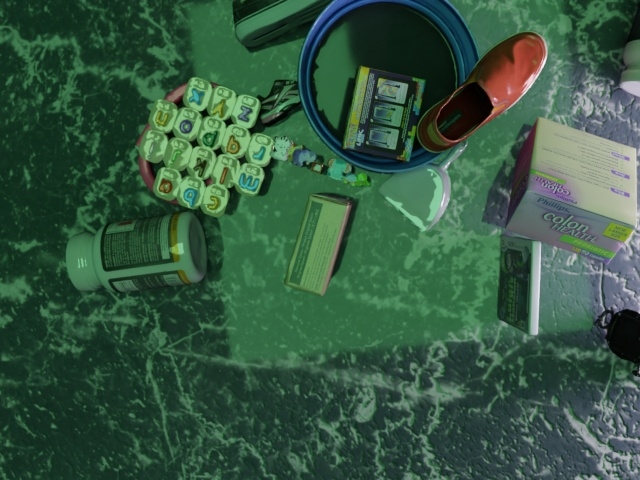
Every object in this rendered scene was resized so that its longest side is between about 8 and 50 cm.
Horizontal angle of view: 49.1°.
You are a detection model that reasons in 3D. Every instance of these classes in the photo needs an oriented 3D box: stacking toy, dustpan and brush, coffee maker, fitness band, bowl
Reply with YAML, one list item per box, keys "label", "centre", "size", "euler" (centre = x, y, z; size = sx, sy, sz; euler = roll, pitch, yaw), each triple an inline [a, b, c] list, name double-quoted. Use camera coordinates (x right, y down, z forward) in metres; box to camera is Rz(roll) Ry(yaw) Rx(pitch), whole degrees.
- label: "stacking toy"
  centre: [0.004, -0.167, 1.500]
  size: [0.221, 0.167, 0.052]
  euler: [20, 96, 5]
- label: "dustpan and brush"
  centre: [0.248, -0.141, 1.540]
  size: [0.147, 0.060, 0.211]
  euler: [43, 104, 11]
- label: "coffee maker"
  centre: [0.711, 0.211, 1.477]
  size: [0.178, 0.171, 0.120]
  euler: [19, 119, -17]
- label: "fitness band"
  centre: [-0.291, -0.220, 1.583]
  size: [0.209, 0.054, 0.291]
  euler: [34, 98, 2]
- label: "bowl"
  centre: [0.143, -0.342, 1.483]
  size: [0.391, 0.077, 0.391]
  euler: [-1, 97, -7]

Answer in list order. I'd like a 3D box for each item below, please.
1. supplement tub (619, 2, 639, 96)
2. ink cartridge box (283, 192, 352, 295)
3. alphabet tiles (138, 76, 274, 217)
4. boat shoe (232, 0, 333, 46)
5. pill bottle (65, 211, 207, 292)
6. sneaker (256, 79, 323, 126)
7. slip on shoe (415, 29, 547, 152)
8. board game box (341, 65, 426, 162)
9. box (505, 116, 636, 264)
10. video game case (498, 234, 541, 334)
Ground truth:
- label: "supplement tub"
  centre: [0.724, -0.424, 1.398]
  size: [0.191, 0.191, 0.272]
  euler: [17, 95, 4]
- label: "ink cartridge box"
  centre: [0.000, 0.000, 1.478]
  size: [0.088, 0.234, 0.193]
  euler: [15, 95, 4]
- label: "alphabet tiles"
  centre: [-0.250, -0.204, 1.548]
  size: [0.284, 0.021, 0.278]
  euler: [19, 96, 1]
- label: "boat shoe"
  centre: [-0.046, -0.532, 1.490]
  size: [0.335, 0.121, 0.119]
  euler: [-19, 86, 14]
- label: "pill bottle"
  centre: [-0.404, 0.031, 1.557]
  size: [0.278, 0.162, 0.162]
  euler: [-7, 93, 6]
- label: "sneaker"
  centre: [-0.069, -0.328, 1.545]
  size: [0.178, 0.072, 0.077]
  euler: [-29, 89, 6]
- label: "slip on shoe"
  centre: [0.337, -0.301, 1.423]
  size: [0.331, 0.101, 0.123]
  euler: [-41, 99, -4]
- label: "board game box"
  centre: [0.127, -0.255, 1.428]
  size: [0.141, 0.048, 0.170]
  euler: [11, 95, -6]
- label: "box"
  centre: [0.507, -0.105, 1.413]
  size: [0.213, 0.243, 0.117]
  euler: [19, 138, 4]
- label: "video game case"
  centre: [0.416, 0.089, 1.475]
  size: [0.022, 0.173, 0.191]
  euler: [0, 94, -6]
